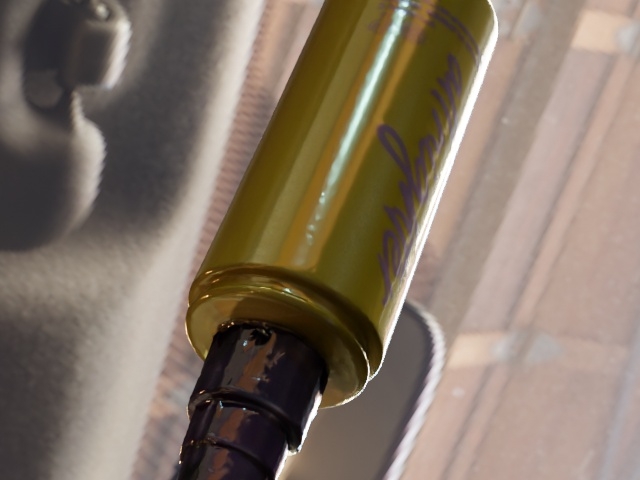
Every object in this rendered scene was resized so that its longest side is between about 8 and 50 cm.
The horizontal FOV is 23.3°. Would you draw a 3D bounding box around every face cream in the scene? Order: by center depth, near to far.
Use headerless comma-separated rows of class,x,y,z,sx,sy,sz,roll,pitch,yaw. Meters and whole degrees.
face cream,0.000,0.000,0.602,0.078,0.078,0.273,75,-151,-47
